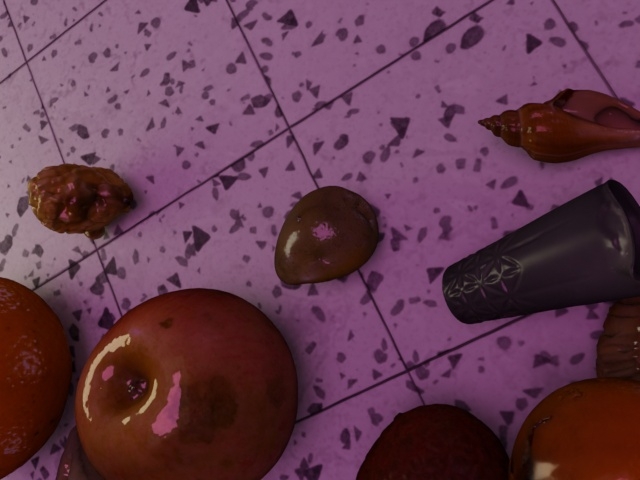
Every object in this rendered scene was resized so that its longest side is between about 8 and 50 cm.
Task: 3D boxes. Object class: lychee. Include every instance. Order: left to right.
[{"bbox_3d":[0.170,0.369,0.865,0.255,0.300,0.255,-2,106,-8],"label":"lychee"}]

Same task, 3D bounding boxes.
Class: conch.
[{"bbox_3d":[0.410,-0.166,0.902,0.331,0.093,0.109,7,69,1],"label":"conch"}]

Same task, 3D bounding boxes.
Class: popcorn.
[{"bbox_3d":[-0.483,-0.085,1.179,0.163,0.194,0.140,-42,60,55],"label":"popcorn"}]

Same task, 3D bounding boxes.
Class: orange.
[{"bbox_3d":[-0.707,0.272,1.143,0.424,0.326,0.423,-2,85,22],"label":"orange"},{"bbox_3d":[0.350,0.284,0.696,0.246,0.246,0.246,-2,85,20],"label":"orange"}]

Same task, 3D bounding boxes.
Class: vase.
[{"bbox_3d":[0.328,0.031,0.846,0.301,0.251,0.156,-28,100,42],"label":"vase"}]

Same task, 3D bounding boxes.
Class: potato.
[{"bbox_3d":[0.000,0.000,1.012,0.194,0.157,0.157,-40,73,27],"label":"potato"}]

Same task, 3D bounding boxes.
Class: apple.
[{"bbox_3d":[-0.220,0.258,0.963,0.364,0.364,0.363,-2,85,20],"label":"apple"}]

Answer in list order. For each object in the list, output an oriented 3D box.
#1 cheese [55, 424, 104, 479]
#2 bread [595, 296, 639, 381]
[{"bbox_3d":[-0.422,0.542,1.043,0.328,0.130,0.350,17,88,58],"label":"cheese"},{"bbox_3d":[0.520,0.160,0.793,0.274,0.149,0.273,-5,77,23],"label":"bread"}]
